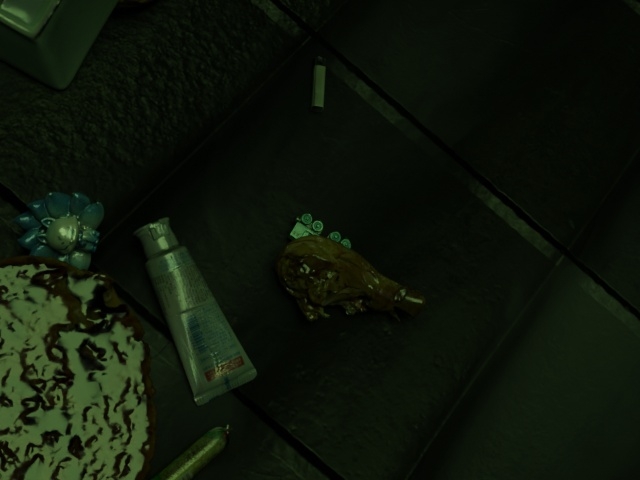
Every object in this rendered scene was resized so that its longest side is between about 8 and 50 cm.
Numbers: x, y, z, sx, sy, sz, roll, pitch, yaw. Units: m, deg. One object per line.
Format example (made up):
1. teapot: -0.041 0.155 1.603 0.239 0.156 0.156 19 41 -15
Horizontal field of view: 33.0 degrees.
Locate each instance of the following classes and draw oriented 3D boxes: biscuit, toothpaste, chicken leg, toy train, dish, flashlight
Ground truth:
1. biscuit: -0.336 0.184 1.250 0.290 0.081 0.333 5 72 -18
2. toothpaste: -0.165 0.085 1.366 0.089 0.057 0.234 -24 85 -24
3. chicken leg: 0.040 0.062 1.425 0.208 0.085 0.101 22 41 -12
4. toy train: 0.000 0.000 1.469 0.092 0.029 0.045 33 70 -6
5. dish: -0.356 -0.341 1.396 0.182 0.080 0.243 30 90 -5
6. flashlight: -0.003 -0.226 1.563 0.018 0.018 0.083 9 66 -14

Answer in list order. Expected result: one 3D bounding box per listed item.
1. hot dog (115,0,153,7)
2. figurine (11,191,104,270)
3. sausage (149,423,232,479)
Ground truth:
1. hot dog: -0.258 -0.439 1.507 0.175 0.114 0.259 32 84 -11
2. figurine: -0.327 -0.013 1.330 0.114 0.079 0.114 -5 115 -11
3. sausage: -0.203 0.304 1.272 0.269 0.033 0.033 -38 85 -28
